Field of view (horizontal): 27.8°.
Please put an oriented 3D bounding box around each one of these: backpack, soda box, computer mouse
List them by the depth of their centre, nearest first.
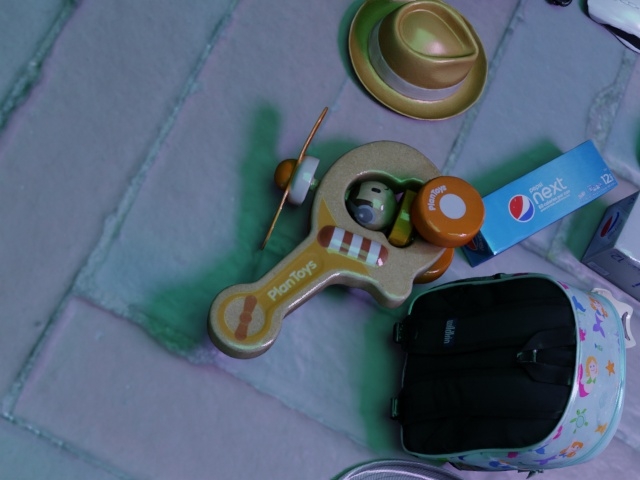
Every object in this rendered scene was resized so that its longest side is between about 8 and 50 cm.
[{"bbox_3d":[0.227,0.153,1.464,0.191,0.253,0.225,19,67,-34],"label":"backpack"},{"bbox_3d":[0.269,-0.048,1.632,0.210,0.067,0.071,-28,85,-24],"label":"soda box"},{"bbox_3d":[0.487,0.056,1.664,0.286,0.091,0.098,33,69,-7],"label":"soda box"},{"bbox_3d":[0.405,-0.327,1.771,0.193,0.042,0.106,32,67,-8],"label":"computer mouse"}]

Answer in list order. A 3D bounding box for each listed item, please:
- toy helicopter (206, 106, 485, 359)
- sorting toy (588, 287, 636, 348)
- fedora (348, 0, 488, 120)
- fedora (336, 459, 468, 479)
[{"bbox_3d":[0.000,0.000,1.490,0.355,0.140,0.235,-38,80,-26],"label":"toy helicopter"},{"bbox_3d":[0.369,0.107,1.639,0.075,0.045,0.083,6,73,-25],"label":"sorting toy"},{"bbox_3d":[0.135,-0.247,1.637,0.194,0.079,0.194,5,74,-18],"label":"fedora"},{"bbox_3d":[0.130,0.363,1.433,0.275,0.124,0.243,31,64,-10],"label":"fedora"}]
